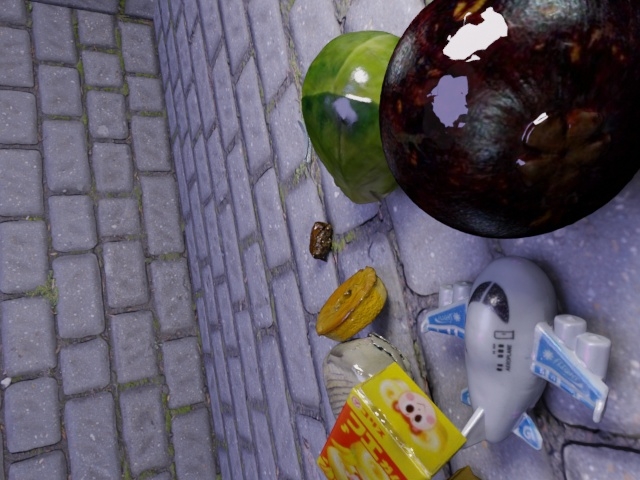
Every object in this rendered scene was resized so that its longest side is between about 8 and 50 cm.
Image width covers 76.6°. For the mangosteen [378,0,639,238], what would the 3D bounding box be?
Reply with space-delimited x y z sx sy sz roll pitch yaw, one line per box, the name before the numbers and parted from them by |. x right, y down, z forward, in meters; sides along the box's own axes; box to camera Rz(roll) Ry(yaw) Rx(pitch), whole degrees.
mangosteen | 0.197 -0.142 0.444 0.288 0.288 0.287 16 109 58

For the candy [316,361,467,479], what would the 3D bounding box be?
candy | 0.091 0.325 0.619 0.146 0.088 0.276 45 139 33

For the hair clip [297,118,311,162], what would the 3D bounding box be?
hair clip | -0.040 -0.256 1.036 0.030 0.039 0.115 -155 61 -61

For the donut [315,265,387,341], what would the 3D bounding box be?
donut | 0.067 0.135 0.826 0.065 0.162 0.178 41 139 -10

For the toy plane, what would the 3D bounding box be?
toy plane | 0.245 0.151 0.548 0.267 0.123 0.266 8 99 58

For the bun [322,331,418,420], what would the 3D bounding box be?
bun | 0.105 0.291 0.785 0.239 0.141 0.239 30 129 45

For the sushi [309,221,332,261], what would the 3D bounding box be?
sushi | 0.000 0.000 0.996 0.055 0.052 0.120 44 132 47

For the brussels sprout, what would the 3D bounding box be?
brussels sprout | 0.082 -0.197 0.683 0.220 0.210 0.271 19 136 31

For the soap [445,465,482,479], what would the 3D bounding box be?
soap | 0.134 0.537 0.756 0.304 0.169 0.338 8 102 48
